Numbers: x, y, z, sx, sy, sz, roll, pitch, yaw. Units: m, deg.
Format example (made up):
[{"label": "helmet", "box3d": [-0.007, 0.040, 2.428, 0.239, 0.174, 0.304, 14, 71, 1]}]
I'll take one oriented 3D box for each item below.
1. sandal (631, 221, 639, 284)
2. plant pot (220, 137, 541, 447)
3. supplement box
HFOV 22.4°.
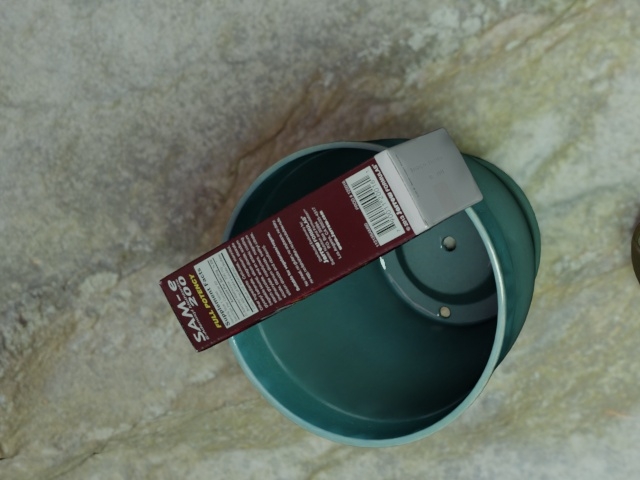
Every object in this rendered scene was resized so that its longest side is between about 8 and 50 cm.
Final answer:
[{"label": "sandal", "box3d": [0.380, 0.048, 1.483, 0.219, 0.060, 0.090, 30, 119, 1]}, {"label": "plant pot", "box3d": [0.081, 0.026, 1.506, 0.272, 0.255, 0.271, 5, 103, 24]}, {"label": "supplement box", "box3d": [0.000, 0.000, 1.322, 0.239, 0.130, 0.073, -29, 88, 28]}]
